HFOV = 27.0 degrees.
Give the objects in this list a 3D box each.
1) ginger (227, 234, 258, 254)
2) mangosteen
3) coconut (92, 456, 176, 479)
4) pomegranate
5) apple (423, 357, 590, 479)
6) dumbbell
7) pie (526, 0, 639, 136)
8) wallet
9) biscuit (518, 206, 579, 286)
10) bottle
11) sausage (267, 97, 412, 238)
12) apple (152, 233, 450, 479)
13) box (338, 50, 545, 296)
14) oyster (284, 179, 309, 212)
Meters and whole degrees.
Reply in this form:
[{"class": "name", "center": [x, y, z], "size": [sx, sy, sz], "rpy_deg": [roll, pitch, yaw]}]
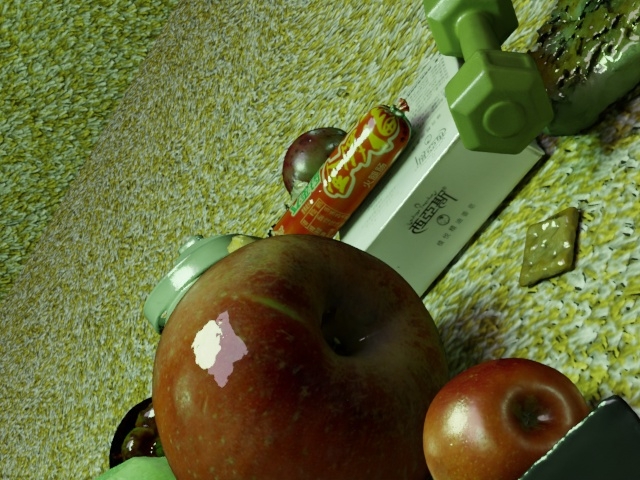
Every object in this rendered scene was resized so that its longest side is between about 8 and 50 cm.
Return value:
[{"class": "ginger", "center": [-0.001, 0.077, 1.768], "size": [0.299, 0.118, 0.065], "rpy_deg": [33, 100, 35]}, {"class": "mangosteen", "center": [-0.217, 0.312, 1.927], "size": [0.230, 0.194, 0.194], "rpy_deg": [72, -140, -78]}, {"class": "coconut", "center": [-0.229, 0.431, 1.739], "size": [0.281, 0.328, 0.328], "rpy_deg": [38, 102, 31]}, {"class": "pomegranate", "center": [0.008, -0.096, 2.000], "size": [0.129, 0.129, 0.159], "rpy_deg": [-52, 35, 23]}, {"class": "apple", "center": [0.184, 0.190, 1.299], "size": [0.139, 0.163, 0.163], "rpy_deg": [135, 153, -59]}, {"class": "dumbbell", "center": [0.192, -0.218, 1.571], "size": [0.302, 0.121, 0.108], "rpy_deg": [-97, 12, -54]}, {"class": "pie", "center": [0.344, -0.295, 1.580], "size": [0.296, 0.078, 0.371], "rpy_deg": [-14, 52, 58]}, {"class": "wallet", "center": [0.218, 0.274, 1.199], "size": [0.285, 0.146, 0.030], "rpy_deg": [-49, -17, 30]}, {"class": "biscuit", "center": [0.257, 0.008, 1.510], "size": [0.083, 0.018, 0.081], "rpy_deg": [-28, 42, 53]}, {"class": "bottle", "center": [-0.137, 0.108, 1.950], "size": [0.229, 0.229, 0.351], "rpy_deg": [-53, 26, 21]}, {"class": "sausage", "center": [0.033, -0.080, 1.699], "size": [0.264, 0.083, 0.083], "rpy_deg": [-51, 26, 27]}, {"class": "apple", "center": [-0.024, 0.173, 1.515], "size": [0.277, 0.348, 0.348], "rpy_deg": [127, 156, -46]}, {"class": "box", "center": [0.142, -0.089, 1.720], "size": [0.274, 0.116, 0.203], "rpy_deg": [-52, 24, 26]}, {"class": "oyster", "center": [-0.003, 0.000, 1.858], "size": [0.106, 0.061, 0.200], "rpy_deg": [44, 144, 29]}]
